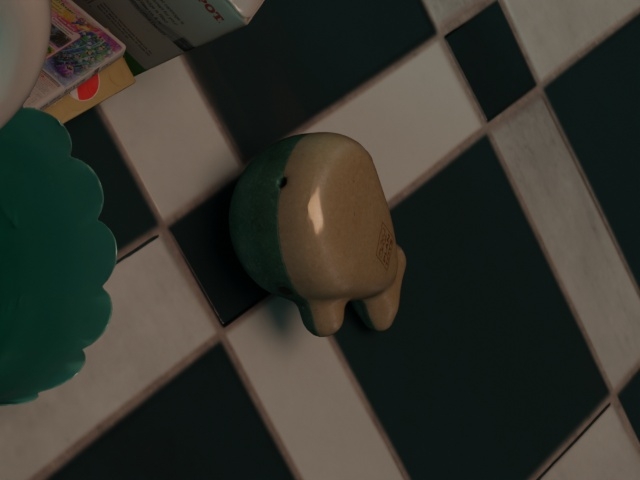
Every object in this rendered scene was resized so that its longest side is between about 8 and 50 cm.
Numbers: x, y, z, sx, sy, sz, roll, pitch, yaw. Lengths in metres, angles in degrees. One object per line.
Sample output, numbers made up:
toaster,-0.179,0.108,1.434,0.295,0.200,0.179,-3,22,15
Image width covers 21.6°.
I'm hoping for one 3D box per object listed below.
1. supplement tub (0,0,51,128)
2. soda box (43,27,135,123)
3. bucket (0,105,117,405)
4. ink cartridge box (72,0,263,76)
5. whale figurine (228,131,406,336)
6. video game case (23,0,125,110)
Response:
supplement tub,-0.336,-0.230,1.253,0.235,0.235,0.325,27,26,-35
soda box,-0.263,-0.134,1.574,0.181,0.058,0.061,-37,105,-42
bucket,-0.327,0.014,1.396,0.281,0.183,0.281,11,73,-41
ink cartridge box,-0.160,-0.255,1.592,0.153,0.208,0.087,48,53,-24
whale figurine,0.000,0.000,1.752,0.272,0.141,0.216,45,50,-56
video game case,-0.282,-0.192,1.544,0.157,0.019,0.143,39,47,9
